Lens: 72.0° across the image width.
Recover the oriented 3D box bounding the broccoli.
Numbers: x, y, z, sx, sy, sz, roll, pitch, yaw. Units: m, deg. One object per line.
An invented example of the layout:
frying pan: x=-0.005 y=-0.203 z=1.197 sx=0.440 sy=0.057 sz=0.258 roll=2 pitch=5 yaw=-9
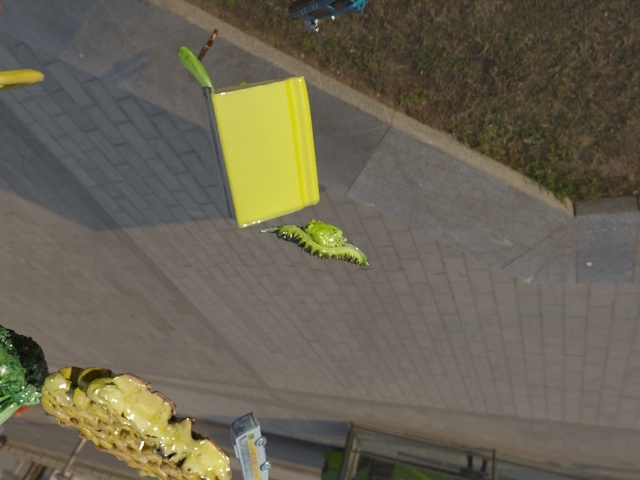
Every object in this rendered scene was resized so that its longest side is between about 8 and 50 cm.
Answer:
broccoli: x=-0.574 y=0.255 z=0.691 sx=0.269 sy=0.270 sz=0.270 roll=-7 pitch=160 yaw=-3

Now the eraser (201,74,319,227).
eraser: x=-0.089 y=-0.143 z=0.713 sx=0.069 sy=0.158 sz=0.226 roll=33 pitch=137 yaw=51

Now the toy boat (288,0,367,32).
toy boat: x=0.045 y=-0.535 z=0.976 sx=0.092 sy=0.134 sz=0.299 roll=51 pitch=170 yaw=-32

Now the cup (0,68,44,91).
cup: x=-0.512 y=-0.192 z=0.532 sx=0.178 sy=0.255 sz=0.256 roll=50 pitch=176 yaw=-26

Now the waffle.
waffle: x=-0.249 y=0.272 z=0.621 sx=0.283 sy=0.065 sz=0.309 roll=20 pitch=140 yaw=6

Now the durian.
durian: x=-0.003 y=0.005 z=1.385 sx=0.375 sy=0.132 sz=0.106 roll=21 pitch=155 yaw=-17

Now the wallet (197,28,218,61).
wallet: x=-0.421 y=-0.722 z=1.638 sx=0.026 sy=0.176 sz=0.095 roll=31 pitch=127 yaw=-25

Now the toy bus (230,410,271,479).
toy bus: x=-0.166 y=0.499 z=1.050 sx=0.075 sy=0.064 sz=0.191 roll=-16 pitch=120 yaw=-18

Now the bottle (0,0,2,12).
bottle: x=-0.931 y=-0.659 z=1.108 sx=0.109 sy=0.110 sz=0.233 roll=2 pitch=162 yaw=23

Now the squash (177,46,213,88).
squash: x=-0.206 y=-0.284 z=0.734 sx=0.089 sy=0.027 sz=0.027 roll=52 pitch=137 yaw=-5
